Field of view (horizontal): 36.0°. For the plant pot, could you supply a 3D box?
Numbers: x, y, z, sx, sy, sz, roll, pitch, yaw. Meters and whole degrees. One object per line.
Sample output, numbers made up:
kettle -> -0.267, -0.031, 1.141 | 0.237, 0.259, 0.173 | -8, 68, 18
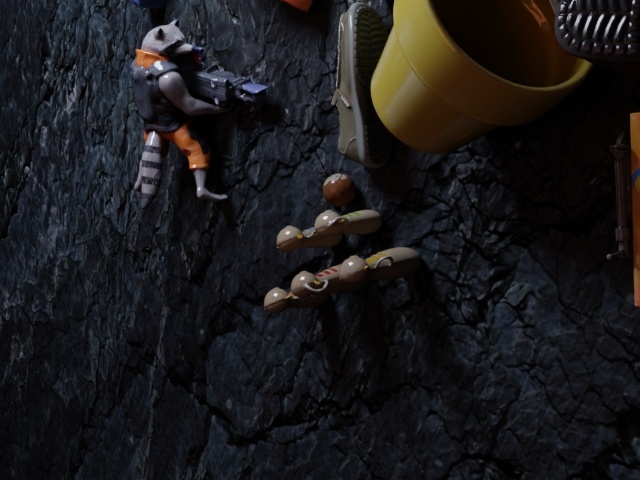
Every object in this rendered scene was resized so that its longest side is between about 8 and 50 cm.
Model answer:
plant pot -> 0.186, -0.238, 1.278 | 0.239, 0.254, 0.254 | -45, 62, 56

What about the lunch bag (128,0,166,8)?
lunch bag -> -0.339, -0.497, 1.911 | 0.065, 0.067, 0.098 | 34, 119, 39

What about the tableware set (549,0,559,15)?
tableware set -> 0.312, -0.367, 1.200 | 0.039, 0.128, 0.194 | 79, 169, -74

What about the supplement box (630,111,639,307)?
supplement box -> 0.416, -0.038, 1.165 | 0.078, 0.080, 0.233 | 0, 92, 44

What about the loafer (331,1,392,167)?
loafer -> 0.051, -0.236, 1.512 | 0.087, 0.094, 0.251 | 3, 97, 42

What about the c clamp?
c clamp -> 0.365, -0.057, 1.181 | 0.022, 0.137, 0.160 | -3, 88, 29

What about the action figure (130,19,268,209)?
action figure -> -0.252, -0.228, 1.782 | 0.341, 0.178, 0.330 | 13, 114, 47

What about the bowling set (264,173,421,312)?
bowling set -> 0.000, 0.000, 1.552 | 0.287, 0.154, 0.200 | -27, 76, 45

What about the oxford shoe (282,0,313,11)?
oxford shoe -> -0.115, -0.481, 1.600 | 0.271, 0.097, 0.098 | 30, 105, -4

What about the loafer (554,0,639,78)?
loafer -> 0.450, -0.224, 1.081 | 0.366, 0.130, 0.133 | 20, 96, 29
